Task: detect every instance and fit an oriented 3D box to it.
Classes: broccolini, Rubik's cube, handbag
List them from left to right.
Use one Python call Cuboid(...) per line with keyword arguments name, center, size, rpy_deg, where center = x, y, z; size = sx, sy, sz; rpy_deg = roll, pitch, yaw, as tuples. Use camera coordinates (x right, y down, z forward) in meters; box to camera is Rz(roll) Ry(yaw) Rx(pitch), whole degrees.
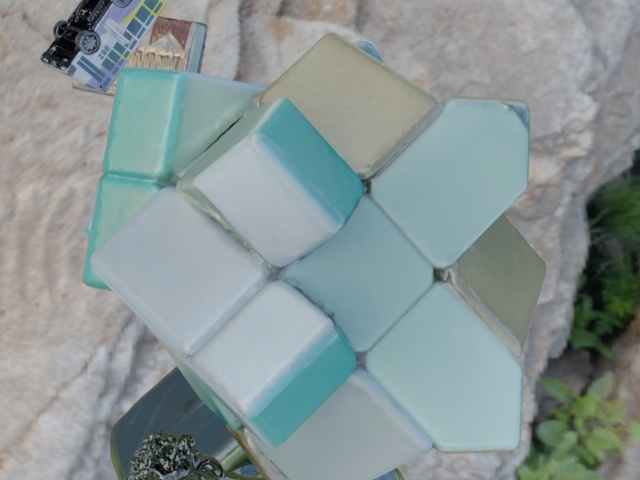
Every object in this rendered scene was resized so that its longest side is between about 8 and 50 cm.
Cuboid(name="broccolini", center=(-0.051, 0.168, 0.801), size=(0.218, 0.044, 0.042), rpy_deg=(34, 61, -52))
Cuboid(name="handbag", center=(-0.075, 0.256, 1.361), size=(0.263, 0.222, 0.241), rpy_deg=(-43, 126, 0))
Cuboid(name="Rubik's cube", center=(0.000, 0.000, 0.631), size=(0.224, 0.213, 0.265), rpy_deg=(-37, 100, -11))

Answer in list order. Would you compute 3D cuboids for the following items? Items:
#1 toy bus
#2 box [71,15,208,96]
Cuboid(name="toy bus", center=(-0.180, -0.174, 0.991), size=(0.058, 0.052, 0.102), rpy_deg=(38, 82, -46))
Cuboid(name="box", center=(-0.237, -0.237, 1.542), size=(0.036, 0.177, 0.115), rpy_deg=(6, 96, -64))
